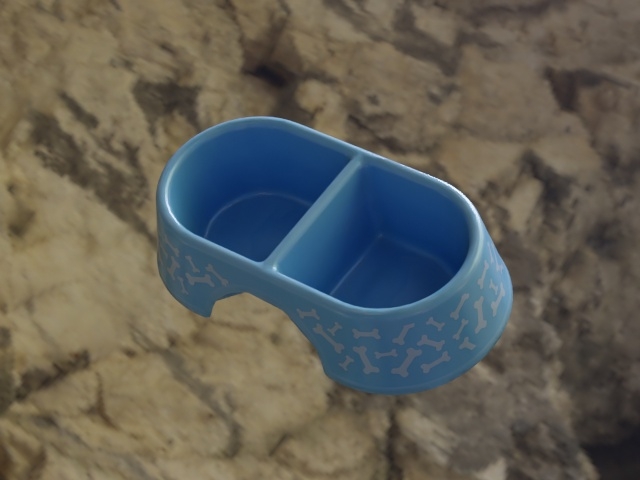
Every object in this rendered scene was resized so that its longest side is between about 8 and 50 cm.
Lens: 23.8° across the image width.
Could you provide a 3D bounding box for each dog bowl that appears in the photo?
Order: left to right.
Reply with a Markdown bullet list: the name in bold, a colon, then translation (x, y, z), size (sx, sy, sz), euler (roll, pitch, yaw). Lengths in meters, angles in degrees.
- **dog bowl**: translation (0.000, 0.000, 1.137), size (0.166, 0.297, 0.074), euler (-50, -33, -27)
